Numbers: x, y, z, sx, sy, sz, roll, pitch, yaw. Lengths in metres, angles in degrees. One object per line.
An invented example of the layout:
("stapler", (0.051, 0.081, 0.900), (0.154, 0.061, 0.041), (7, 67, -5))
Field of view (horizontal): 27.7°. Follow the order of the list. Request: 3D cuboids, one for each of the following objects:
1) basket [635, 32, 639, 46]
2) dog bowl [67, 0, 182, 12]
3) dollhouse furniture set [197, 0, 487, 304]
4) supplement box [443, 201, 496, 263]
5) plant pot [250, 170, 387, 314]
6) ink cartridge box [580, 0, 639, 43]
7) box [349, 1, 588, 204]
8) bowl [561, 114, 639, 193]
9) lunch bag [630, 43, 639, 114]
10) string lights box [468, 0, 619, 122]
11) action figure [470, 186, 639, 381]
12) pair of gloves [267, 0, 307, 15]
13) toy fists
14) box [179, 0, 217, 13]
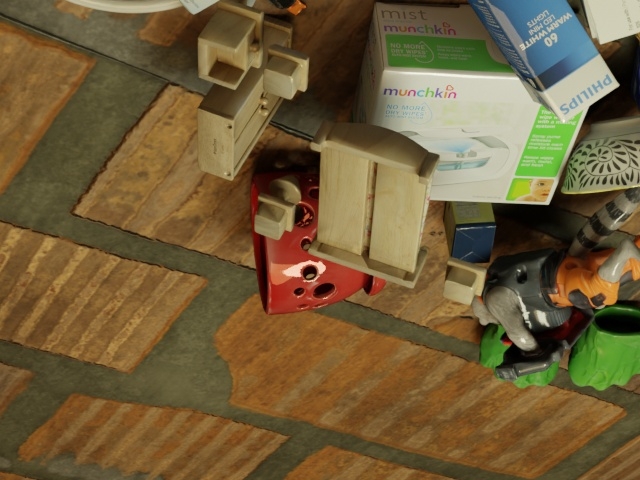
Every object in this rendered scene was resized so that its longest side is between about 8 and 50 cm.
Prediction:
("basket", (0.500, -0.245, 1.385), (0.299, 0.213, 0.223), (-26, 111, 6))
("dog bowl", (-0.197, -0.377, 1.320), (0.348, 0.102, 0.349), (-3, 140, -3))
("dollhouse furniture set", (0.055, -0.129, 1.491), (0.355, 0.174, 0.303), (19, 143, 12))
("supplement box", (0.207, -0.024, 1.817), (0.056, 0.083, 0.083), (-3, 141, -4))
("plant pot", (0.000, 0.000, 1.740), (0.174, 0.191, 0.191), (-3, 141, -7))
("ink cartridge box", (0.389, -0.351, 1.333), (0.289, 0.211, 0.121), (-18, 140, 13))
("box", (0.180, -0.168, 1.607), (0.262, 0.127, 0.231), (3, 142, -8))
("bowl", (0.377, -0.111, 1.604), (0.170, 0.170, 0.080), (-10, 96, 1))
("lunch bag", (0.475, -0.225, 1.596), (0.176, 0.090, 0.219), (-7, 142, 1))
("string lights box", (0.206, -0.260, 1.395), (0.076, 0.133, 0.260), (-35, 107, 5))
("action figure", (0.351, 0.034, 1.799), (0.330, 0.341, 0.178), (-24, 101, 36))
("pair of gloves", (-0.032, -0.300, 1.506), (0.074, 0.010, 0.083), (24, 136, -33))
("toy fists", (0.392, 0.169, 2.074), (0.279, 0.096, 0.142), (1, 131, -6))
("box", (-0.089, -0.306, 1.240), (0.137, 0.126, 0.072), (-25, 135, 22))
